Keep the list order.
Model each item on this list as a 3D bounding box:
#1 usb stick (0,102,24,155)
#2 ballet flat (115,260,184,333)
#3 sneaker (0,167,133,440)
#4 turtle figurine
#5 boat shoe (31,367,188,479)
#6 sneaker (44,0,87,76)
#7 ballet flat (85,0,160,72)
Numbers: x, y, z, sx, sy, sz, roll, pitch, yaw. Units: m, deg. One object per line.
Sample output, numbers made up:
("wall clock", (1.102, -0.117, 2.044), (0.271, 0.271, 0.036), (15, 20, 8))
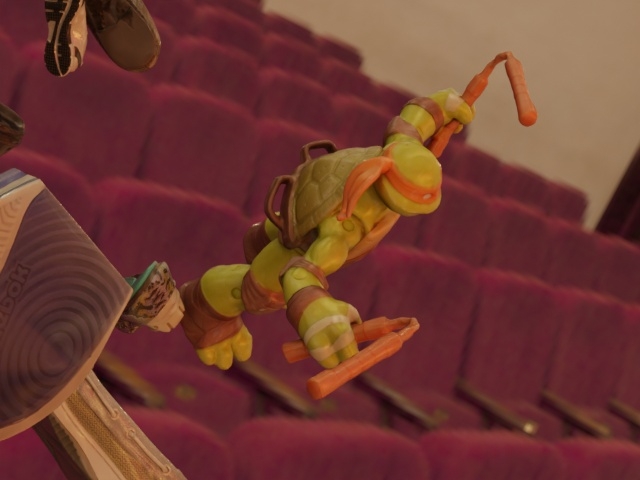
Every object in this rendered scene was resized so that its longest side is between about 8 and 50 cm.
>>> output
("usb stick", (-0.422, -0.064, 1.631), (0.077, 0.278, 0.045), (34, 37, -45))
("ballet flat", (-0.098, 0.036, 0.921), (0.041, 0.041, 0.114), (25, -13, -14))
("sneaker", (-0.264, 0.074, 0.793), (0.182, 0.315, 0.127), (24, -27, 44))
("turtle figurine", (0.000, 0.000, 0.890), (0.087, 0.269, 0.217), (39, -39, -14))
("boat shoe", (-0.253, 0.173, 1.702), (0.320, 0.103, 0.118), (58, -27, -8))
("sneaker", (-0.258, -0.223, 1.627), (0.040, 0.109, 0.044), (15, 15, 17))
("ballet flat", (-0.244, -0.292, 1.708), (0.250, 0.084, 0.058), (59, 8, -1))
